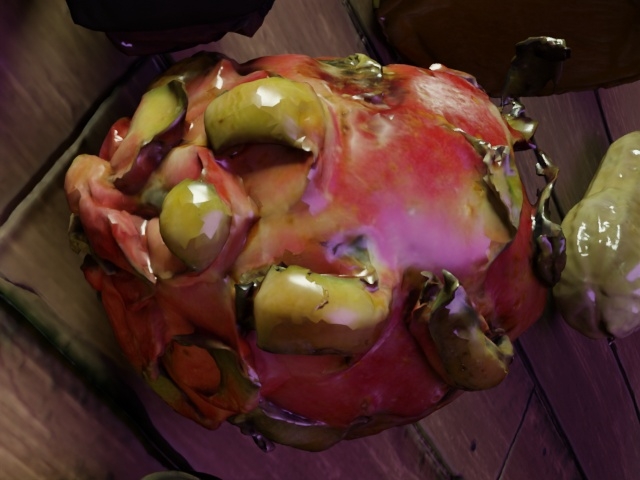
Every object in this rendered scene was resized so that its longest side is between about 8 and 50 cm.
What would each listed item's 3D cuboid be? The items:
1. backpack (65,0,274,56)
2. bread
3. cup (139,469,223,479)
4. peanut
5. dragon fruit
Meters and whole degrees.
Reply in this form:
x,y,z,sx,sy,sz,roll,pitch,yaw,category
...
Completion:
x,y,z,sx,sy,sz,roll,pitch,yaw,category
-0.074,-0.167,0.483,0.165,0.120,0.105,-70,154,-64,backpack
0.172,-0.218,0.701,0.227,0.253,0.142,24,77,-46,bread
-0.140,0.216,0.401,0.280,0.196,0.196,9,85,-43,cup
0.378,-0.015,1.065,0.313,0.149,0.149,-53,130,-35,peanut
0.000,0.000,0.503,0.291,0.269,0.250,16,71,-54,dragon fruit
